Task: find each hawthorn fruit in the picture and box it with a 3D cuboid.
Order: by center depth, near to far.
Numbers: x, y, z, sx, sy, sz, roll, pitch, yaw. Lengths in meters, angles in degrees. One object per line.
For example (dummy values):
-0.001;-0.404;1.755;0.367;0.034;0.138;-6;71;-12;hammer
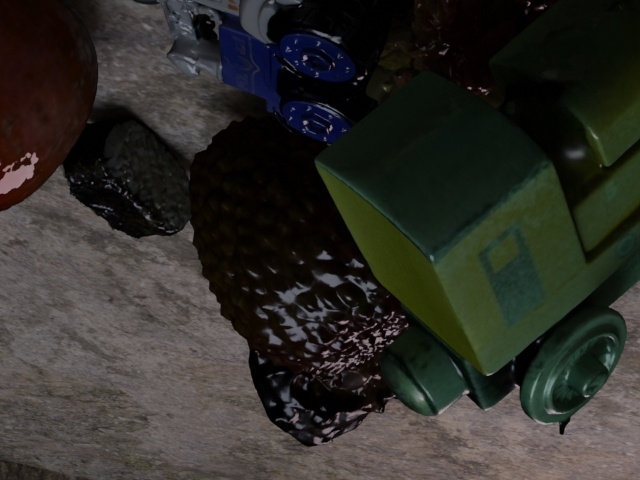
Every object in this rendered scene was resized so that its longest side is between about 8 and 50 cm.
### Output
-0.324;-0.127;1.268;0.235;0.263;0.231;33;144;28;hawthorn fruit

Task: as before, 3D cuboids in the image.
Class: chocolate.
0.046;0.105;1.624;0.177;0.206;0.224;-16;139;34;chocolate

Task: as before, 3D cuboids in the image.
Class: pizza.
0.123;-0.155;0.992;0.201;0.053;0.193;4;123;-36;pizza

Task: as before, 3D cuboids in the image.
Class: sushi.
-0.190;-0.061;1.506;0.078;0.090;0.150;-7;148;34;sushi

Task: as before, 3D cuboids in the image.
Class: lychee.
0.000;0.000;1.368;0.271;0.236;0.236;39;156;1;lychee

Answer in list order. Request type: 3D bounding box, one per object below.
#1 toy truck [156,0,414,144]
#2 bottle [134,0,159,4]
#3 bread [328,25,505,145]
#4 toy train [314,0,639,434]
-0.025;-0.177;1.052;0.177;0.161;0.213;18;158;7;toy truck
-0.143;-0.258;1.037;0.096;0.079;0.253;48;169;24;bottle
0.130;-0.094;1.208;0.236;0.106;0.140;19;158;-9;bread
0.185;-0.055;0.981;0.160;0.397;0.253;43;168;40;toy train
